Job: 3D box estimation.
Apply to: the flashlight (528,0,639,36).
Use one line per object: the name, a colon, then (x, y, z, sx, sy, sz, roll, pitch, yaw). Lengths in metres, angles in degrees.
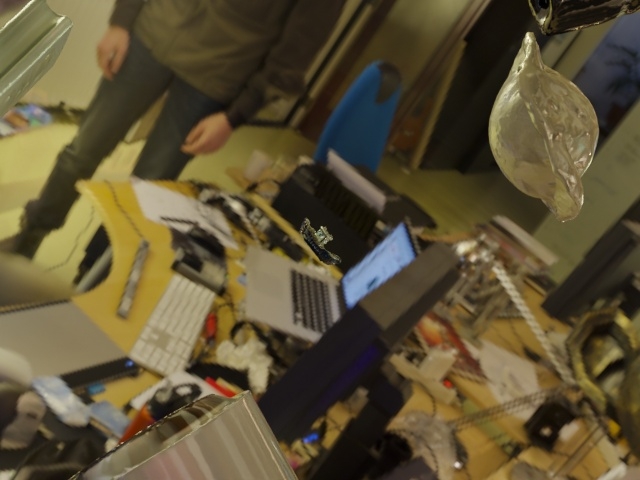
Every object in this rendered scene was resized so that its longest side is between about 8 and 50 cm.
flashlight: (0.401, -0.281, 0.891, 0.103, 0.423, 0.103, -13, 90, -89)

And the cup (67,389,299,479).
cup: (-0.110, 0.371, 1.035, 0.372, 0.253, 0.253, 60, 21, 2)

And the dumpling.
dumpling: (0.257, -0.118, 1.057, 0.151, 0.124, 0.229, -82, 154, -64)

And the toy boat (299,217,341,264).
toy boat: (0.000, 0.000, 1.261, 0.083, 0.038, 0.038, 50, 23, 27)

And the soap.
soap: (-0.425, -0.227, 1.243, 0.066, 0.119, 0.198, 37, 50, -9)
